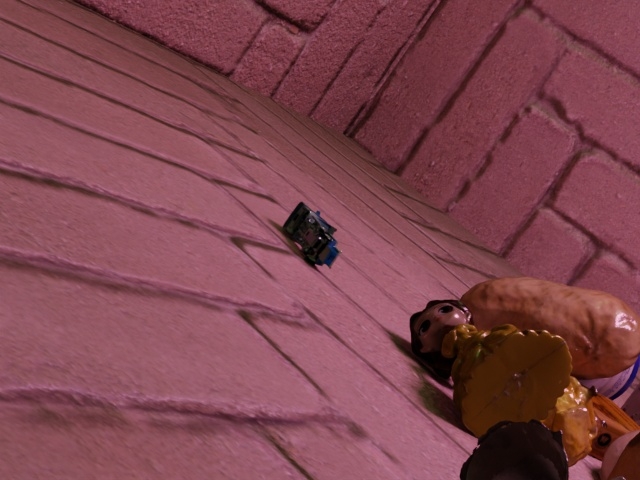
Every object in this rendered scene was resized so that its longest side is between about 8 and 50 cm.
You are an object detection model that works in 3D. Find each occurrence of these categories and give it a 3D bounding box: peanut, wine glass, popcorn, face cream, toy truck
[{"bbox_3d":[0.437,0.169,2.429,0.387,0.169,0.192,11,37,36],"label":"peanut"},{"bbox_3d":[0.295,0.320,1.525,0.232,0.156,0.156,30,11,-41],"label":"wine glass"},{"bbox_3d":[0.377,0.285,1.988,0.148,0.152,0.167,63,11,2],"label":"popcorn"},{"bbox_3d":[0.532,0.226,2.535,0.206,0.206,0.111,42,12,35],"label":"face cream"},{"bbox_3d":[0.000,0.000,2.254,0.081,0.067,0.175,30,11,-32],"label":"toy truck"}]

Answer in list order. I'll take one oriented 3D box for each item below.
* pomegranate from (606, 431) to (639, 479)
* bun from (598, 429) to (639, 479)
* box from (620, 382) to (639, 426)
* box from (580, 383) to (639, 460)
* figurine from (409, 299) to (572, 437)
[{"bbox_3d":[0.516,0.360,1.670,0.281,0.281,0.281,34,10,-7],"label":"pomegranate"},{"bbox_3d":[0.622,0.413,2.089,0.299,0.165,0.299,35,11,-8],"label":"bun"},{"bbox_3d":[0.774,0.345,2.513,0.190,0.297,0.225,28,12,-36],"label":"box"},{"bbox_3d":[0.484,0.324,2.304,0.274,0.076,0.174,28,11,-36],"label":"box"},{"bbox_3d":[0.233,0.174,1.981,0.168,0.187,0.315,25,5,-26],"label":"figurine"}]
